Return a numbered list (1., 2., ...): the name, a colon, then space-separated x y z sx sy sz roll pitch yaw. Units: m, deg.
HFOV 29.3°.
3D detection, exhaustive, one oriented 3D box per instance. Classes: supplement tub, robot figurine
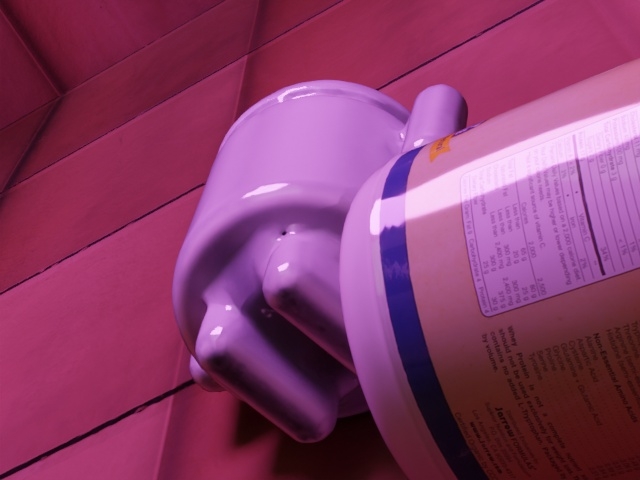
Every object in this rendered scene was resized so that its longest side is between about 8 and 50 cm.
1. supplement tub: 0.195 0.015 0.630 0.316 0.228 0.228 -21 25 27
2. robot figurine: 0.000 0.000 0.957 0.300 0.200 0.353 -39 19 24
